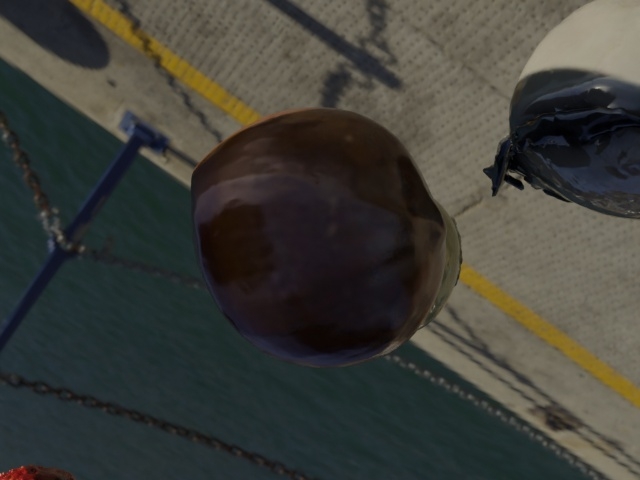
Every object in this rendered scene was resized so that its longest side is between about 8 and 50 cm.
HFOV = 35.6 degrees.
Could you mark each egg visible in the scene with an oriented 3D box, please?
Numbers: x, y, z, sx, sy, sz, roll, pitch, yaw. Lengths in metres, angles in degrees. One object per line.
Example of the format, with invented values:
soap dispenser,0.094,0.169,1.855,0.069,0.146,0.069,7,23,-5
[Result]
egg,0.113,0.027,1.349,0.164,0.201,0.164,7,161,2

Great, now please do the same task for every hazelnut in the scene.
hazelnut,0.000,0.000,0.775,0.214,0.176,0.214,16,130,20

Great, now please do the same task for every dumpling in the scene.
dumpling,0.225,-0.119,0.726,0.163,0.204,0.293,7,180,-26

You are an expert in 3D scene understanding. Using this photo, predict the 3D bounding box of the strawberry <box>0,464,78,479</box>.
strawberry,-0.321,0.314,1.093,0.131,0.131,0.148,42,142,-23
